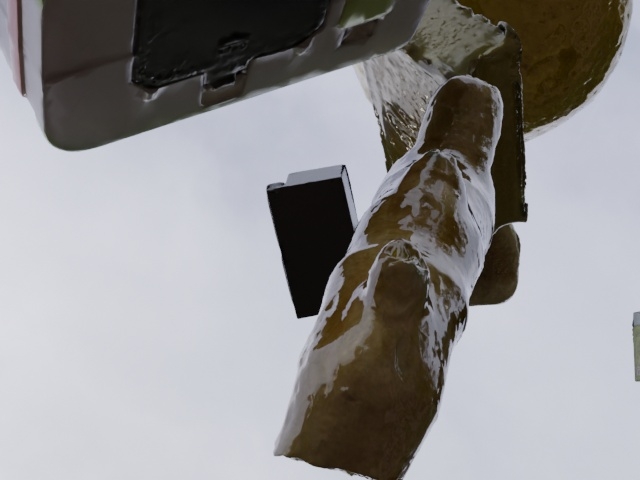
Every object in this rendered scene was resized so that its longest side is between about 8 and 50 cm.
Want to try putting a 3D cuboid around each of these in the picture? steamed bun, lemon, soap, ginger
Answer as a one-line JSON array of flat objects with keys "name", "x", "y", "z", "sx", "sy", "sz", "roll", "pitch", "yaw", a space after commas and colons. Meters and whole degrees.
[{"name": "steamed bun", "x": 0.171, "y": 0.026, "z": 1.456, "sx": 0.155, "sy": 0.172, "sz": 0.141, "roll": -5, "pitch": -87, "yaw": -22}, {"name": "lemon", "x": 0.189, "y": -0.274, "z": 1.246, "sx": 0.349, "sy": 0.350, "sz": 0.387, "roll": 9, "pitch": -70, "yaw": -6}, {"name": "soap", "x": 0.106, "y": -0.101, "z": 0.898, "sx": 0.076, "sy": 0.135, "sz": 0.233, "roll": -35, "pitch": -37, "yaw": -16}, {"name": "ginger", "x": 0.043, "y": 0.012, "z": 0.482, "sx": 0.065, "sy": 0.299, "sz": 0.118, "roll": 13, "pitch": -63, "yaw": 8}]

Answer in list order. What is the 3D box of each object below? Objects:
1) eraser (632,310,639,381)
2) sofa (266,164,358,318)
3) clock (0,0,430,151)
[{"name": "eraser", "x": 0.393, "y": 0.127, "z": 1.251, "sx": 0.038, "sy": 0.019, "sz": 0.083, "roll": 5, "pitch": -101, "yaw": -20}, {"name": "sofa", "x": 0.000, "y": 0.000, "z": 1.089, "sx": 0.085, "sy": 0.060, "sz": 0.147, "roll": -11, "pitch": -73, "yaw": 8}, {"name": "clock", "x": -0.105, "y": -0.233, "z": 0.577, "sx": 0.235, "sy": 0.309, "sz": 0.166, "roll": -22, "pitch": -25, "yaw": -25}]
